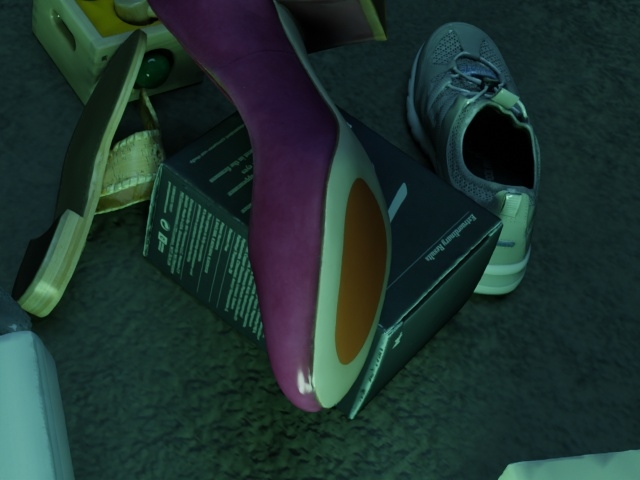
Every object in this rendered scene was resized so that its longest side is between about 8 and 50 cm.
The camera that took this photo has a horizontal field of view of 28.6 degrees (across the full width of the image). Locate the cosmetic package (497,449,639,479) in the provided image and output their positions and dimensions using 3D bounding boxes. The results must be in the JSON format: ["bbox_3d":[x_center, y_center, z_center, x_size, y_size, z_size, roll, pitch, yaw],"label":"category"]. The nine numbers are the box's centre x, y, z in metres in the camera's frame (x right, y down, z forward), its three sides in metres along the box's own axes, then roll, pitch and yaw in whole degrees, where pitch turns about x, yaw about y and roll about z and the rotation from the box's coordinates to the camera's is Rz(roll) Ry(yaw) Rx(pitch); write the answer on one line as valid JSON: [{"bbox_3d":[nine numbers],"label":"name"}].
[{"bbox_3d":[0.180,0.280,0.691,0.129,0.153,0.296,-1,49,-19],"label":"cosmetic package"}]

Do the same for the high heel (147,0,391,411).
[{"bbox_3d":[-0.051,-0.053,0.831,0.181,0.127,0.377,-8,51,16],"label":"high heel"}]

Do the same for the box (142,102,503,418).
[{"bbox_3d":[0.000,0.000,0.914,0.207,0.108,0.153,38,50,17],"label":"box"}]

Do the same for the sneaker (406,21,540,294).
[{"bbox_3d":[0.141,-0.093,1.033,0.105,0.115,0.281,5,49,-13],"label":"sneaker"}]

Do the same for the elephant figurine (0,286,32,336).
[{"bbox_3d":[-0.334,0.061,0.749,0.239,0.186,0.169,-37,97,-28],"label":"elephant figurine"}]

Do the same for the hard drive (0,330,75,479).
[{"bbox_3d":[-0.216,0.223,0.589,0.233,0.047,0.353,-21,48,0],"label":"hard drive"}]

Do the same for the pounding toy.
[{"bbox_3d":[-0.147,-0.182,1.037,0.130,0.100,0.141,-21,58,-30],"label":"pounding toy"}]

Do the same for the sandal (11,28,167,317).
[{"bbox_3d":[-0.149,-0.039,0.929,0.079,0.088,0.240,30,57,-23],"label":"sandal"}]
